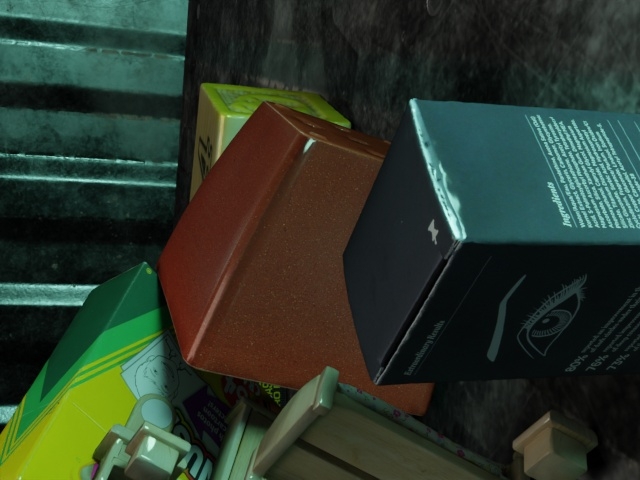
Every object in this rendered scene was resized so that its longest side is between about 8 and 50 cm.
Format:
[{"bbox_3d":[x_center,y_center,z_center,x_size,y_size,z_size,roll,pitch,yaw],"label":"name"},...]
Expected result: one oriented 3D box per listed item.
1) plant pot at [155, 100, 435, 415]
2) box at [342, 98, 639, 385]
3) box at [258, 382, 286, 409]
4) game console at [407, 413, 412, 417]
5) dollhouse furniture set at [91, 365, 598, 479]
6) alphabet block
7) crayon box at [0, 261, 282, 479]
[{"bbox_3d":[0.000,0.000,0.918,0.236,0.267,0.267,-68,23,13],"label":"plant pot"},{"bbox_3d":[0.136,0.006,0.536,0.153,0.207,0.108,113,152,-48],"label":"box"},{"bbox_3d":[-0.126,0.275,1.547,0.270,0.060,0.217,159,111,-70],"label":"box"},{"bbox_3d":[0.052,0.257,0.971,0.085,0.124,0.144,55,150,15],"label":"game console"},{"bbox_3d":[0.003,0.151,0.758,0.355,0.303,0.174,-52,14,37],"label":"dollhouse furniture set"},{"bbox_3d":[-0.081,-0.107,1.245,0.193,0.192,0.197,-129,45,-61],"label":"alphabet block"},{"bbox_3d":[-0.165,0.261,0.953,0.106,0.363,0.313,-26,27,28],"label":"crayon box"}]
